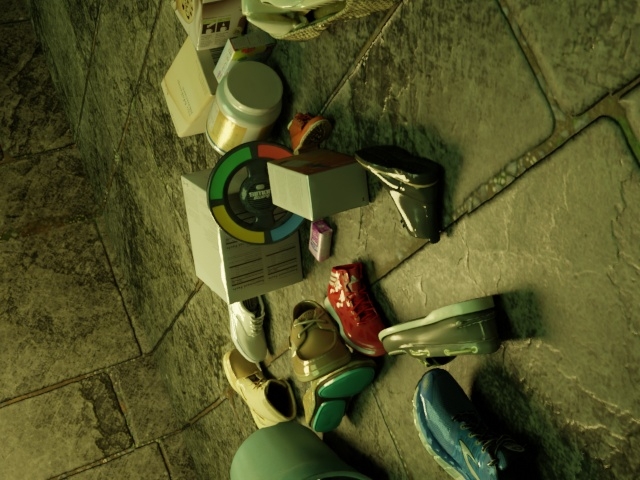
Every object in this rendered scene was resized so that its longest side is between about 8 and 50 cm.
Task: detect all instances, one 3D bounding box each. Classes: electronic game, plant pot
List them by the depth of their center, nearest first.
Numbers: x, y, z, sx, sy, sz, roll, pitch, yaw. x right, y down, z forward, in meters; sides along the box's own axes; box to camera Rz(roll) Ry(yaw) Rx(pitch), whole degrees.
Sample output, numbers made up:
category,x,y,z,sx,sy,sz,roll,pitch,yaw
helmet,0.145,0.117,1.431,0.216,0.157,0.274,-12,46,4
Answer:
category,x,y,z,sx,sy,sz,roll,pitch,yaw
electronic game,-0.126,-0.098,1.811,0.048,0.229,0.229,-119,20,-69
plant pot,-0.049,0.614,2.017,0.334,0.341,0.341,-144,43,-64

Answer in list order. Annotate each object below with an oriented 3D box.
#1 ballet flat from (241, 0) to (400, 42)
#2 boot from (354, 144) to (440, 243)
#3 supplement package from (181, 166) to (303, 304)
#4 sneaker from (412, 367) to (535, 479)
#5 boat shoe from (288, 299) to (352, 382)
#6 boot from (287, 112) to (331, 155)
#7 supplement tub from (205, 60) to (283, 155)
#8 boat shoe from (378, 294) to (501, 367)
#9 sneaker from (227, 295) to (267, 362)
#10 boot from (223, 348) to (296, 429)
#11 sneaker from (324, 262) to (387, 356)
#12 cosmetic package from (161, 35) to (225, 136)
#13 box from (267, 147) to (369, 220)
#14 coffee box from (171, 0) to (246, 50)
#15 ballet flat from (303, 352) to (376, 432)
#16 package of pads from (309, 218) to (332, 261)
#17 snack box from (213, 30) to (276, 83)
category,x,y,z,sx,sy,sz,roll,pitch,yaw
ballet flat,-0.031,-0.426,1.457,0.483,0.182,0.164,10,116,62
boot,0.130,-0.081,1.480,0.198,0.077,0.137,36,141,54
supplement package,-0.180,-0.028,1.991,0.199,0.198,0.263,32,133,54
sneaker,0.278,0.347,1.416,0.330,0.129,0.147,58,138,21
boat shoe,-0.019,0.203,1.792,0.341,0.121,0.110,-138,25,-80
boot,-0.028,-0.227,1.726,0.158,0.059,0.085,-39,65,64
supplement tub,-0.165,-0.281,1.863,0.144,0.144,0.200,65,153,16
boat shoe,0.196,0.169,1.455,0.305,0.109,0.091,-33,71,60
sneaker,-0.191,0.210,2.289,0.091,0.094,0.258,1,112,53
boot,-0.164,0.392,2.336,0.262,0.095,0.203,61,154,11
sneaker,0.071,0.127,1.712,0.221,0.087,0.128,42,142,46
cosmetic package,-0.282,-0.379,2.081,0.309,0.113,0.160,-30,79,63
box,-0.006,-0.112,1.663,0.170,0.130,0.091,24,126,57
coffee box,-0.230,-0.581,1.836,0.168,0.119,0.297,60,152,27
ballet flat,0.029,0.309,1.890,0.123,0.123,0.348,60,152,25
package of pads,0.000,0.000,1.837,0.050,0.032,0.083,48,145,37
snack box,-0.164,-0.394,1.842,0.037,0.100,0.141,67,154,10
